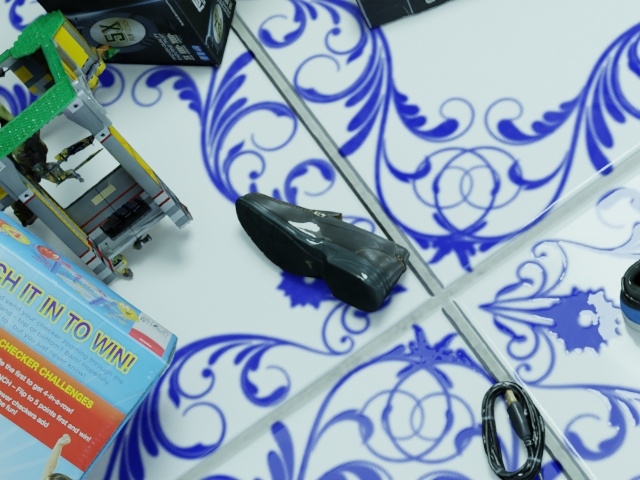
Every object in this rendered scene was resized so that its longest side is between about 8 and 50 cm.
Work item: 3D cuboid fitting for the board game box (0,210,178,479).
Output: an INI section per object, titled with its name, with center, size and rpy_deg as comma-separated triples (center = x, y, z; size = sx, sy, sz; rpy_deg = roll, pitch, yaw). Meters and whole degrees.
[board game box]
center = -0.327, 0.118, 1.072
size = 0.308, 0.086, 0.302
rpy_deg = 37, 97, -6

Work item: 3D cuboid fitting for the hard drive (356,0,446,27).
[hard drive]
center = 0.168, -0.364, 1.265
size = 0.339, 0.064, 0.237
rpy_deg = -19, 63, 10

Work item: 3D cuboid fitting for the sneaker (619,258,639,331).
[sneaker]
center = 0.309, 0.036, 1.036
size = 0.152, 0.084, 0.058
rpy_deg = -3, 67, 15

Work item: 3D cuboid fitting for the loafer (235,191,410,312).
[loafer]
center = 0.000, 0.000, 1.169
size = 0.170, 0.062, 0.061
rpy_deg = 32, 57, 23

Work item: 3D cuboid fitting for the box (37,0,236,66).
[box]
center = -0.182, -0.241, 1.251
size = 0.147, 0.180, 0.078
rpy_deg = 5, 69, 19

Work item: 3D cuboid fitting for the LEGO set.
[LEGO set]
center = -0.272, -0.029, 1.222
size = 0.331, 0.192, 0.255
rpy_deg = -43, 35, -5

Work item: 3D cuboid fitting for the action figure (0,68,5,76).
[action figure]
center = -0.449, -0.115, 1.296
size = 0.285, 0.185, 0.099
rpy_deg = -39, 95, -18

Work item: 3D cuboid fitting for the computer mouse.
[computer mouse]
center = 0.188, 0.211, 1.024
size = 0.071, 0.041, 0.242
rpy_deg = -31, 62, 3
